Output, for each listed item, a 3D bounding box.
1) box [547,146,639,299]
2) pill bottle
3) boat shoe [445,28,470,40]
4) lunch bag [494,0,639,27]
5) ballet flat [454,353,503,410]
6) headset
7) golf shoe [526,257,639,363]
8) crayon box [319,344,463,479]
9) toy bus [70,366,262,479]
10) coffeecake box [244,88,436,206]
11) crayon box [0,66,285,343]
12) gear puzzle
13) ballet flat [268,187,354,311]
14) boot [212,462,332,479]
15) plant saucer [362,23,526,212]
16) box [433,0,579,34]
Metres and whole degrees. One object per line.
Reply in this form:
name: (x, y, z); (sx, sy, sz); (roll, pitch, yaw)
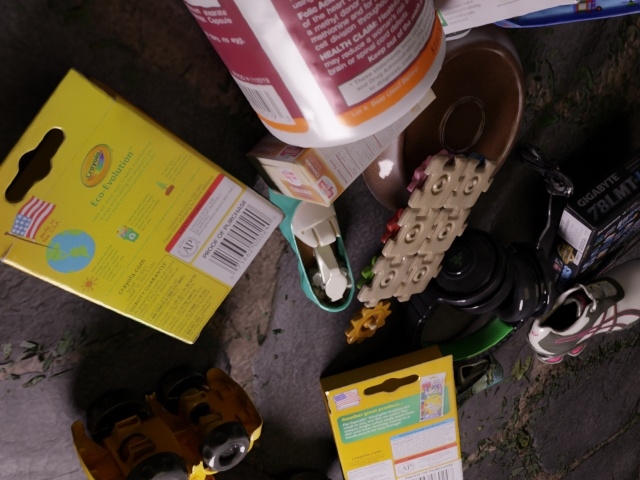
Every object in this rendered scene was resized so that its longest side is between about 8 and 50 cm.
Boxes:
box: (0.534, -0.045, 1.341); (0.295, 0.073, 0.293); (-36, 154, -14)
pill bottle: (-0.043, -0.295, 0.700); (0.224, 0.224, 0.392); (-43, 134, -9)
boat shoe: (0.137, -0.272, 0.961); (0.142, 0.040, 0.049); (-22, 84, -18)
lunch bag: (0.346, -0.367, 0.925); (0.138, 0.293, 0.221); (46, 68, -21)
ballet flat: (0.255, 0.267, 1.388); (0.188, 0.070, 0.070); (-30, 130, -23)
headset: (0.275, 0.040, 1.238); (0.243, 0.185, 0.394); (12, 123, -37)
golf shoe: (0.489, 0.115, 1.324); (0.273, 0.105, 0.120); (-35, 146, -3)
crayon box: (0.120, 0.299, 1.233); (0.203, 0.083, 0.323); (-15, 128, -5)
toy bus: (-0.195, 0.302, 0.992); (0.220, 0.149, 0.211); (-20, 130, -30)
coffeecake box: (0.020, -0.133, 0.883); (0.185, 0.142, 0.068); (-45, 117, -14)
crayon box: (-0.211, -0.033, 0.823); (0.202, 0.081, 0.318); (-53, 135, 0)
gear puzzle: (0.125, 0.015, 1.088); (0.175, 0.044, 0.339); (-4, 128, -47)
ballet flat: (0.000, 0.000, 1.003); (0.083, 0.087, 0.247); (-30, 130, -17)
boot: (-0.119, 0.476, 1.181); (0.338, 0.118, 0.222); (24, 104, -39)
plant saucer: (0.192, -0.171, 1.080); (0.311, 0.050, 0.310); (-18, 124, -29)
box: (0.111, -0.357, 0.706); (0.058, 0.232, 0.322); (-41, 111, -14)
